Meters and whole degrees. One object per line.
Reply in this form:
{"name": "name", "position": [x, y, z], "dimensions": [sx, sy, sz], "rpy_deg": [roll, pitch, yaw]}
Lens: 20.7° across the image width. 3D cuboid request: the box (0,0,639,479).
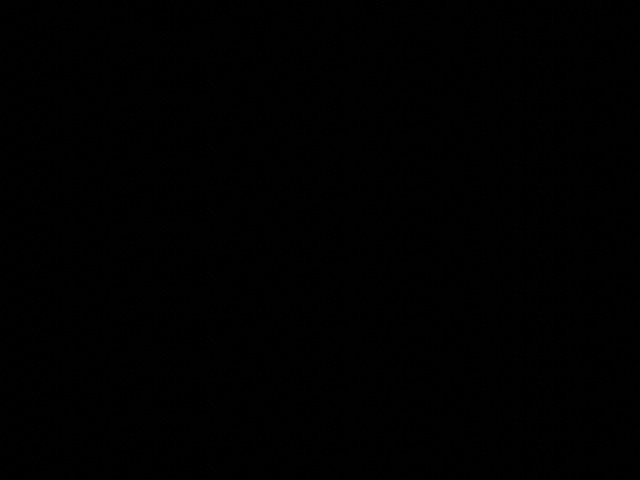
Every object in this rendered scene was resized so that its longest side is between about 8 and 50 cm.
{"name": "box", "position": [-0.032, -0.059, 0.110], "dimensions": [0.480, 0.297, 0.472], "rpy_deg": [27, 146, 8]}
